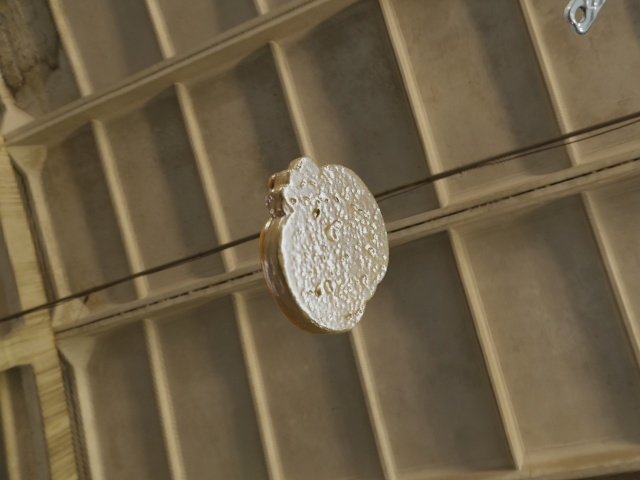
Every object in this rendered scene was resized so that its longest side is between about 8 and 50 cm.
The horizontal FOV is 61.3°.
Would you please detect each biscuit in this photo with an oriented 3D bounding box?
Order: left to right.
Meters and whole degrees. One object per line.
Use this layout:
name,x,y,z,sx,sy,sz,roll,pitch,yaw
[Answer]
biscuit,-0.003,0.001,0.526,0.050,0.170,0.170,-12,-88,42

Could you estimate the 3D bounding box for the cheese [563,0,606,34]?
cheese,0.437,-0.397,0.765,0.163,0.071,0.248,13,-81,-29
